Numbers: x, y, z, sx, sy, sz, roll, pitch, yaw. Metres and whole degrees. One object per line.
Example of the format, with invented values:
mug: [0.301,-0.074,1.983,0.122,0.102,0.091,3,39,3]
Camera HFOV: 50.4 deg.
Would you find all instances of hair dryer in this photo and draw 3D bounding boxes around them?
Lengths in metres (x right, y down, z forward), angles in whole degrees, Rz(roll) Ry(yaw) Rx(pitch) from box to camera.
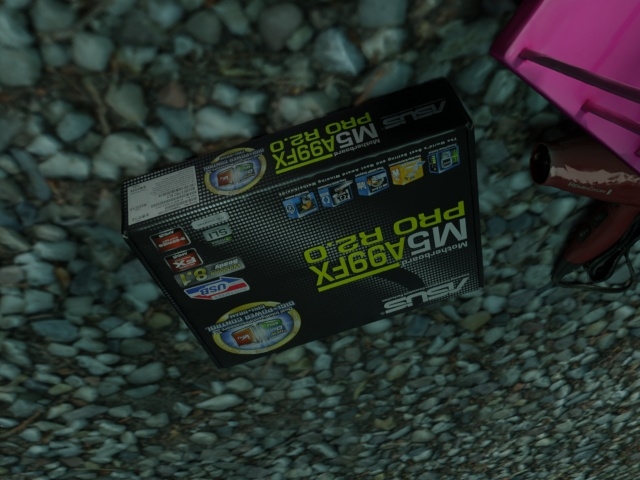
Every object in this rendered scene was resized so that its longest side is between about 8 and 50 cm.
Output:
hair dryer: [0.291,-0.023,0.636,0.223,0.080,0.293,-38,135,25]

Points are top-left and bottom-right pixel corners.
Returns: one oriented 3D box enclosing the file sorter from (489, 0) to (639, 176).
file sorter: [0.300,-0.102,0.406,0.290,0.182,0.202,27,106,-30]

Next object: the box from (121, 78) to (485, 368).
box: [0.000,0.000,0.584,0.270,0.060,0.216,-17,139,2]
